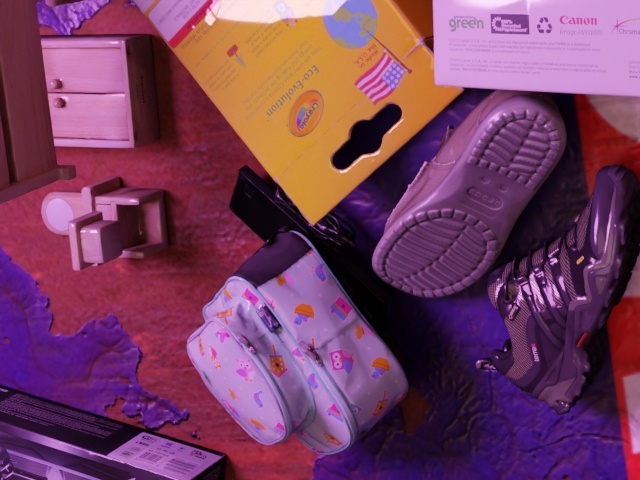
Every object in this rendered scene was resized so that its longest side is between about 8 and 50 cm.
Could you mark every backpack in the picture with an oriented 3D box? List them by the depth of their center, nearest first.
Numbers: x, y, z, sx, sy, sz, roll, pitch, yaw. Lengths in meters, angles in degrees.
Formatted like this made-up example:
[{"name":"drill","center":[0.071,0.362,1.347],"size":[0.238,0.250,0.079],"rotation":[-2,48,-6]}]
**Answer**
[{"name":"backpack","center":[-0.020,0.105,1.389],"size":[0.188,0.144,0.166],"rotation":[45,154,-1]}]

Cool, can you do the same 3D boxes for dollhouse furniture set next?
[{"name":"dollhouse furniture set","center":[-0.312,-0.091,1.376],"size":[0.173,0.355,0.303],"rotation":[3,106,28]}]

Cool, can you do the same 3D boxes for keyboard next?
[{"name":"keyboard","center":[0.000,0.000,1.425],"size":[0.192,0.038,0.100],"rotation":[42,150,10]}]

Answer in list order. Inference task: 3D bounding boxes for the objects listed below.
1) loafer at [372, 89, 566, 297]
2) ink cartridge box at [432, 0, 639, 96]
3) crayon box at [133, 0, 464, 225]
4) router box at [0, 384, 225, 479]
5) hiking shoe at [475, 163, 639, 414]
[{"name":"loafer","center":[0.131,-0.044,1.324],"size":[0.094,0.087,0.251],"rotation":[30,131,-11]},{"name":"ink cartridge box","center":[0.240,-0.248,1.143],"size":[0.309,0.130,0.272],"rotation":[8,108,37]},{"name":"crayon box","center":[-0.027,-0.198,1.355],"size":[0.202,0.081,0.318],"rotation":[-41,83,30]},{"name":"router box","center":[-0.255,0.304,1.616],"size":[0.308,0.081,0.243],"rotation":[14,110,24]},{"name":"hiking shoe","center":[0.195,0.034,1.300],"size":[0.114,0.086,0.227],"rotation":[21,114,17]}]
